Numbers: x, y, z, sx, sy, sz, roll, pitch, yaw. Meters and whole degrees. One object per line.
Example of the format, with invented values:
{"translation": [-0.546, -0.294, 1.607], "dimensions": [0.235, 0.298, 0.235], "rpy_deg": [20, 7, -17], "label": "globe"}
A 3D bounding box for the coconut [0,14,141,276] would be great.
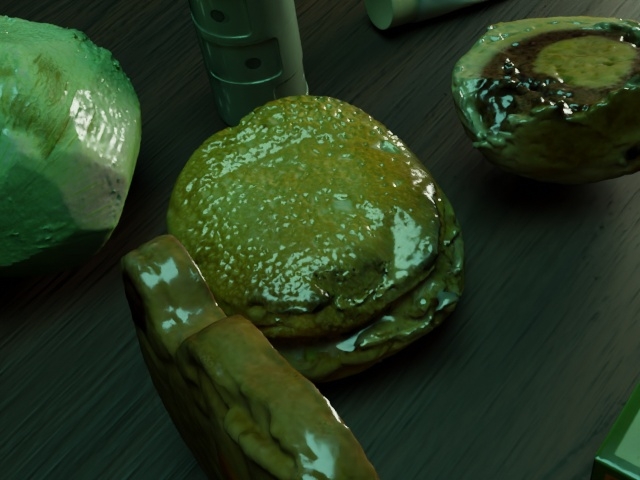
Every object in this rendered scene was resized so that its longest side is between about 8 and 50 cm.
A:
{"translation": [-0.362, -0.095, 1.114], "dimensions": [0.328, 0.281, 0.328], "rpy_deg": [19, 51, -25], "label": "coconut"}

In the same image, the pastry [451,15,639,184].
{"translation": [0.281, -0.151, 1.141], "dimensions": [0.256, 0.170, 0.237], "rpy_deg": [-13, 30, 4], "label": "pastry"}

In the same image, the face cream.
{"translation": [0.174, -0.351, 1.393], "dimensions": [0.224, 0.070, 0.114], "rpy_deg": [-20, 51, -25], "label": "face cream"}

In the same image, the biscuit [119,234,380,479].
{"translation": [-0.028, 0.201, 0.775], "dimensions": [0.078, 0.349, 0.455], "rpy_deg": [-32, 39, -15], "label": "biscuit"}

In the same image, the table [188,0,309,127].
{"translation": [-0.089, -0.256, 1.236], "dimensions": [0.126, 0.220, 0.126], "rpy_deg": [-4, 50, 5], "label": "table"}

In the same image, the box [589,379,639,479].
{"translation": [0.319, 0.191, 0.822], "dimensions": [0.148, 0.195, 0.177], "rpy_deg": [26, 58, 27], "label": "box"}

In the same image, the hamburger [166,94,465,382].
{"translation": [0.000, 0.000, 1.045], "dimensions": [0.290, 0.170, 0.314], "rpy_deg": [-30, 54, -12], "label": "hamburger"}
